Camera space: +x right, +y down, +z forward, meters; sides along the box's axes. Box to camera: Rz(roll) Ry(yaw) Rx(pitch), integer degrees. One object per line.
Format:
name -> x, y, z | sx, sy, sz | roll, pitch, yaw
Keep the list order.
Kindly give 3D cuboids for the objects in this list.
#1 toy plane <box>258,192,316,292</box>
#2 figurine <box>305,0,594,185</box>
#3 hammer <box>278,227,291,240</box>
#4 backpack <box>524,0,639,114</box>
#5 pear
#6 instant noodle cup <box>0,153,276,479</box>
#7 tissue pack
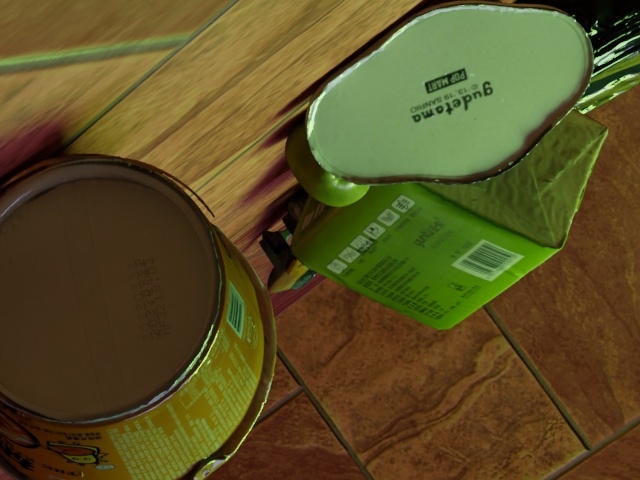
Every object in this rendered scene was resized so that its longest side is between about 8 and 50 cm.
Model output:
toy plane -> -0.007, -0.011, 2.231 | 0.204, 0.103, 0.316 | -31, -179, -33
figurine -> 0.097, -0.151, 1.601 | 0.250, 0.167, 0.141 | -12, -149, -6
hammer -> -0.003, -0.046, 2.359 | 0.062, 0.017, 0.182 | -34, 175, -31
backpack -> 0.295, -0.217, 1.957 | 0.258, 0.133, 0.206 | -21, 170, 4
pear -> 0.011, -0.080, 1.660 | 0.092, 0.092, 0.097 | -36, -142, -2
instant noodle cup -> -0.137, 0.049, 1.142 | 0.216, 0.216, 0.172 | -35, 167, -9
tissue pack -> 0.120, -0.048, 1.829 | 0.167, 0.200, 0.274 | -67, -170, -24
